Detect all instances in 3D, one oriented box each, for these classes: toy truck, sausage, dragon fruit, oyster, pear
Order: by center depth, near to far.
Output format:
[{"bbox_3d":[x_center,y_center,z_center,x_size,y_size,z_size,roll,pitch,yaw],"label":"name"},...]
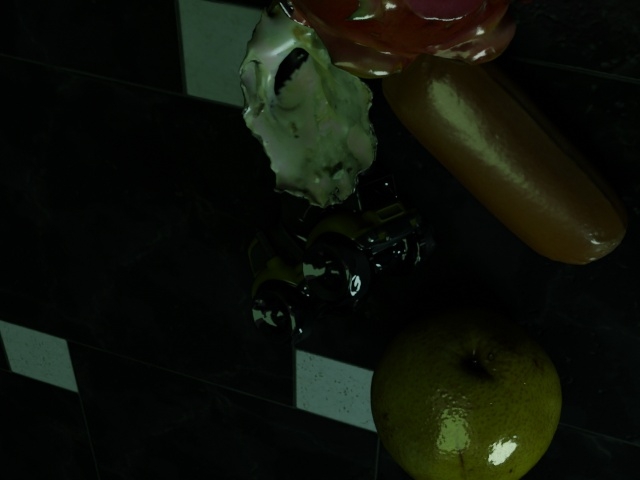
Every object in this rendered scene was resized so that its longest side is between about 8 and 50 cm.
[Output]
[{"bbox_3d":[0.061,-0.232,0.772,0.224,0.227,0.224,-2,107,-7],"label":"dragon fruit"},{"bbox_3d":[0.174,-0.082,0.926,0.274,0.105,0.105,42,134,-13],"label":"sausage"},{"bbox_3d":[-0.016,-0.137,0.962,0.133,0.072,0.209,-30,98,20],"label":"oyster"},{"bbox_3d":[0.000,0.000,1.073,0.224,0.147,0.165,-40,78,44],"label":"toy truck"},{"bbox_3d":[0.157,0.168,1.089,0.209,0.209,0.208,14,134,15],"label":"pear"}]
